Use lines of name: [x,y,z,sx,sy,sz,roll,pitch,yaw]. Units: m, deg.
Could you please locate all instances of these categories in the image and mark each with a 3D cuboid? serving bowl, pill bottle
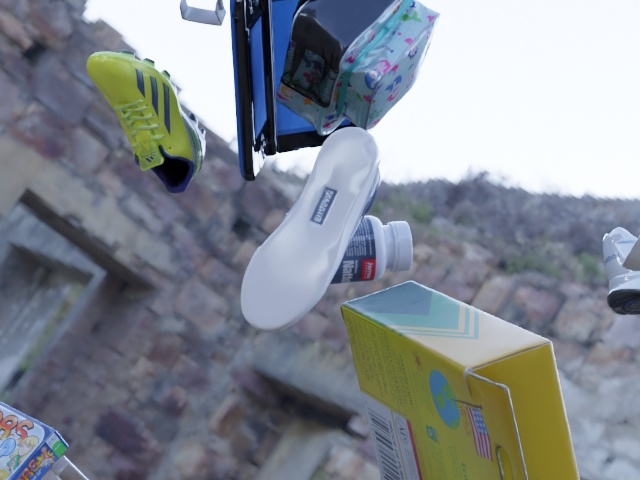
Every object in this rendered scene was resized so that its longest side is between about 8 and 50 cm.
serving bowl: [0.340,-0.001,1.323,0.027,0.083,0.083,34,-13,14]
pill bottle: [0.053,0.015,2.102,0.180,0.108,0.108,-4,-10,-8]

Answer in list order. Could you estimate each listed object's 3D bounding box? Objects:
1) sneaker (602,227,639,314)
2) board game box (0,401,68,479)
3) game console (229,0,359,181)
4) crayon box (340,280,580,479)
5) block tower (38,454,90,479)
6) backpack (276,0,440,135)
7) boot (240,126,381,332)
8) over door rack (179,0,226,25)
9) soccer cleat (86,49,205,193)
sneaker: [0.541,0.033,1.903,0.297,0.129,0.111,2,-25,-27]
board game box: [-0.413,0.255,1.556,0.201,0.136,0.035,16,-35,40]
game console: [-0.033,-0.260,1.995,0.173,0.293,0.250,-1,20,5]
crayon box: [0.129,0.165,1.105,0.318,0.081,0.202,-155,-130,-68]
block tower: [-0.324,0.357,1.208,0.091,0.335,0.097,51,-14,-22]
backpack: [0.047,-0.271,1.900,0.191,0.225,0.253,39,-28,4]
boot: [0.000,0.000,1.109,0.069,0.190,0.086,29,-10,15]
over door rack: [-0.066,-0.410,1.493,0.108,0.239,0.324,20,-19,-4]
soccer cleat: [-0.251,-0.169,1.897,0.093,0.121,0.289,2,-26,24]
